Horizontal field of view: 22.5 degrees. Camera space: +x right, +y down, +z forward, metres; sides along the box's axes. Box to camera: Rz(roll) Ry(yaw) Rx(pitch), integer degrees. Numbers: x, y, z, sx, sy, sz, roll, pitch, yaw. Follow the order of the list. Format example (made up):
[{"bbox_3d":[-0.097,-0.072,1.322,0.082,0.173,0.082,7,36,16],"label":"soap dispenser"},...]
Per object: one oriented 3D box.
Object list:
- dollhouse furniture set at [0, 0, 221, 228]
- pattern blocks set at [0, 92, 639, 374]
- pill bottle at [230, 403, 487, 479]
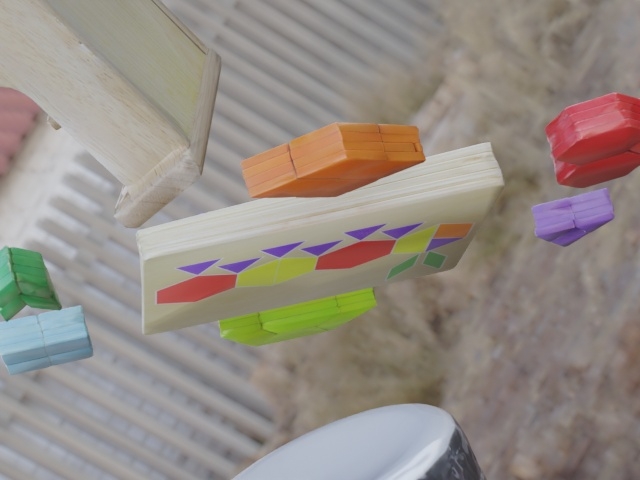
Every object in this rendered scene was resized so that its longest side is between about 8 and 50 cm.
[{"bbox_3d":[-0.298,-0.057,1.086,0.394,0.256,0.362,-37,22,20],"label":"dollhouse furniture set"},{"bbox_3d":[0.000,0.000,0.775,0.285,0.325,0.026,125,132,-66],"label":"pattern blocks set"},{"bbox_3d":[0.050,0.204,0.689,0.130,0.245,0.130,-25,10,5],"label":"pill bottle"}]
